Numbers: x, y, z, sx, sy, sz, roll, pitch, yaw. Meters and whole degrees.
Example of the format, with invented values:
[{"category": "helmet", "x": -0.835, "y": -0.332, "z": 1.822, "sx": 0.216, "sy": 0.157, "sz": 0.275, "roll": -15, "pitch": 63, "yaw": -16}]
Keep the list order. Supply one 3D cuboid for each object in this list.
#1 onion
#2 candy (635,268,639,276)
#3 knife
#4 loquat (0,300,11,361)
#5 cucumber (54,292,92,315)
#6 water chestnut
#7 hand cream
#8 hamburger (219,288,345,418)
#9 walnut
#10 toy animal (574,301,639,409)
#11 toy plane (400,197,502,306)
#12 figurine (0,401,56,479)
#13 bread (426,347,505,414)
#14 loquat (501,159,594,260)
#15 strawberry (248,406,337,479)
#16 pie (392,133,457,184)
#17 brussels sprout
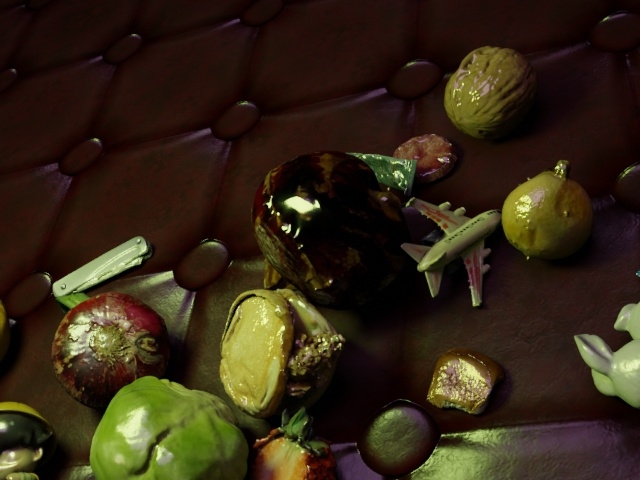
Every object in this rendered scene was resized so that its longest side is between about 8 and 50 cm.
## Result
[{"category": "onion", "x": -0.437, "y": 0.235, "z": 1.871, "sx": 0.246, "sy": 0.190, "sz": 0.246, "roll": 1, "pitch": 65, "yaw": -1}, {"category": "candy", "x": 0.646, "y": 0.044, "z": 1.595, "sx": 0.136, "sy": 0.038, "sz": 0.088, "roll": -30, "pitch": 30, "yaw": -11}, {"category": "knife", "x": -0.531, "y": 0.073, "z": 2.175, "sx": 0.265, "sy": 0.041, "sz": 0.073, "roll": -27, "pitch": 53, "yaw": 3}, {"category": "loquat", "x": -0.815, "y": 0.221, "z": 2.090, "sx": 0.187, "sy": 0.176, "sz": 0.234, "roll": -22, "pitch": 33, "yaw": 7}, {"category": "cucumber", "x": -0.541, "y": 0.185, "z": 2.070, "sx": 0.078, "sy": 0.062, "sz": 0.211, "roll": -15, "pitch": 26, "yaw": -36}, {"category": "water chestnut", "x": 0.000, "y": 0.000, "z": 1.793, "sx": 0.347, "sy": 0.335, "sz": 0.335, "roll": -51, "pitch": 34, "yaw": 30}, {"category": "hand cream", "x": 0.114, "y": -0.159, "z": 2.023, "sx": 0.052, "sy": 0.075, "sz": 0.247, "roll": -26, "pitch": 29, "yaw": -35}, {"category": "hamburger", "x": -0.082, "y": 0.209, "z": 1.684, "sx": 0.286, "sy": 0.146, "sz": 0.243, "roll": -28, "pitch": 65, "yaw": 45}, {"category": "walnut", "x": 0.372, "y": -0.323, "z": 1.967, "sx": 0.213, "sy": 0.213, "sz": 0.213, "roll": -15, "pitch": 45, "yaw": 15}, {"category": "toy animal", "x": 0.534, "y": 0.178, "z": 1.462, "sx": 0.193, "sy": 0.127, "sz": 0.178, "roll": -45, "pitch": 43, "yaw": -14}, {"category": "toy plane", "x": 0.270, "y": 0.003, "z": 1.746, "sx": 0.256, "sy": 0.242, "sz": 0.104, "roll": -31, "pitch": -3, "yaw": -43}, {"category": "figurine", "x": -0.618, "y": 0.450, "z": 1.791, "sx": 0.192, "sy": 0.167, "sz": 0.257, "roll": -19, "pitch": 65, "yaw": -7}, {"category": "bread", "x": 0.258, "y": 0.248, "z": 1.603, "sx": 0.129, "sy": 0.044, "sz": 0.126, "roll": 12, "pitch": 58, "yaw": 31}, {"category": "loquat", "x": 0.433, "y": -0.055, "z": 1.696, "sx": 0.172, "sy": 0.205, "sz": 0.149, "roll": 10, "pitch": 16, "yaw": -1}, {"category": "strawberry", "x": -0.055, "y": 0.439, "z": 1.553, "sx": 0.188, "sy": 0.106, "sz": 0.286, "roll": -1, "pitch": 60, "yaw": 56}, {"category": "pie", "x": 0.232, "y": -0.181, "z": 2.014, "sx": 0.154, "sy": 0.036, "sz": 0.154, "roll": -14, "pitch": 46, "yaw": 15}, {"category": "brussels sprout", "x": -0.267, "y": 0.366, "z": 1.586, "sx": 0.273, "sy": 0.243, "sz": 0.316, "roll": 3, "pitch": 14, "yaw": -8}]
